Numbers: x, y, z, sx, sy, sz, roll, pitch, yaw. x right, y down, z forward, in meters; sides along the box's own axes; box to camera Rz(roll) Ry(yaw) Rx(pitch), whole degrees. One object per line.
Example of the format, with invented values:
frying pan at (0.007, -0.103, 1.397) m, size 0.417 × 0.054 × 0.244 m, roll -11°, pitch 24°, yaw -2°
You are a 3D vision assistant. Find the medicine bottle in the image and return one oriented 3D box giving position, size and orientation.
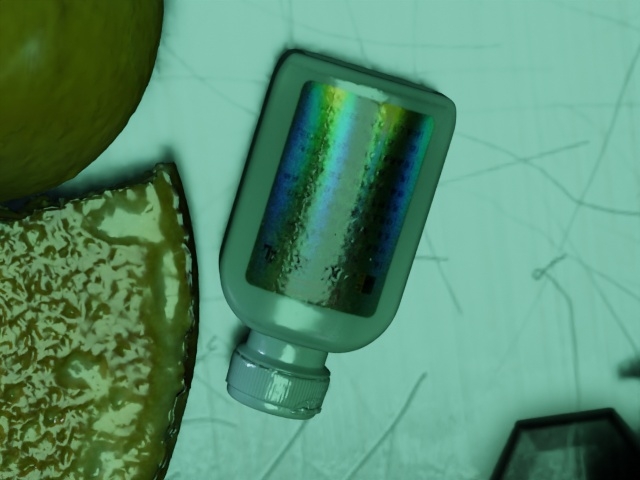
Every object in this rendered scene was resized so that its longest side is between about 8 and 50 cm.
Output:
medicine bottle at (0.000, 0.000, 1.276) m, size 0.121 × 0.083 × 0.229 m, roll 16°, pitch 97°, yaw -8°

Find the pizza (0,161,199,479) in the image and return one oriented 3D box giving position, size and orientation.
pizza at (-0.197, 0.090, 1.280) m, size 0.223 × 0.089 × 0.324 m, roll 12°, pitch 97°, yaw -11°

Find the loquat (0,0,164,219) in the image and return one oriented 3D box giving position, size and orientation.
loquat at (-0.230, -0.126, 1.152) m, size 0.274 × 0.275 × 0.275 m, roll 0°, pitch 99°, yaw -3°
